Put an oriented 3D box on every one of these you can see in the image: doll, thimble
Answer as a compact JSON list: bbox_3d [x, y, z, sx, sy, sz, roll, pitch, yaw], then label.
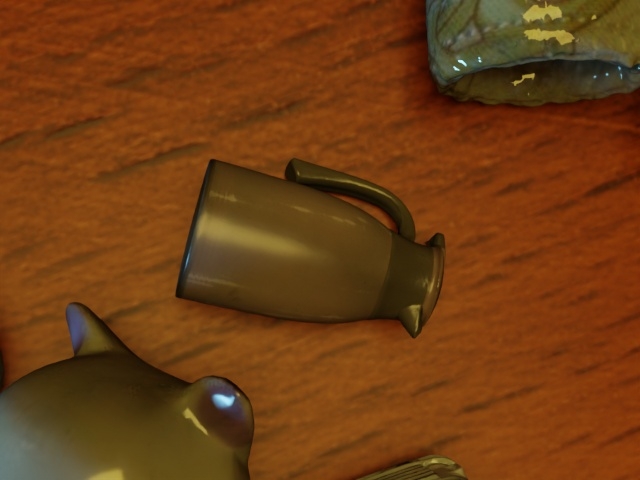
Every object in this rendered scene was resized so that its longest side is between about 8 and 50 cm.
[{"bbox_3d":[-0.187,0.246,0.723,0.370,0.215,0.226,-50,131,-18],"label":"doll"},{"bbox_3d":[0.174,-0.186,0.849,0.190,0.137,0.143,-1,79,10],"label":"thimble"}]

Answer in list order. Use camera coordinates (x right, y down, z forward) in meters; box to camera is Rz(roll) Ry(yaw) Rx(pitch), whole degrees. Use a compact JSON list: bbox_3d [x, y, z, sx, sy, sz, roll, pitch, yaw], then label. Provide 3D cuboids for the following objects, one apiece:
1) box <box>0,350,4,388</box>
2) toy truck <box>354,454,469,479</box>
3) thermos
[{"bbox_3d":[-0.474,0.034,0.774,0.396,0.111,0.396,-29,86,-9],"label":"box"},{"bbox_3d":[0.102,0.347,0.738,0.173,0.207,0.387,-20,84,-8],"label":"toy truck"},{"bbox_3d":[0.000,0.000,0.838,0.193,0.105,0.137,13,50,-8],"label":"thermos"}]
